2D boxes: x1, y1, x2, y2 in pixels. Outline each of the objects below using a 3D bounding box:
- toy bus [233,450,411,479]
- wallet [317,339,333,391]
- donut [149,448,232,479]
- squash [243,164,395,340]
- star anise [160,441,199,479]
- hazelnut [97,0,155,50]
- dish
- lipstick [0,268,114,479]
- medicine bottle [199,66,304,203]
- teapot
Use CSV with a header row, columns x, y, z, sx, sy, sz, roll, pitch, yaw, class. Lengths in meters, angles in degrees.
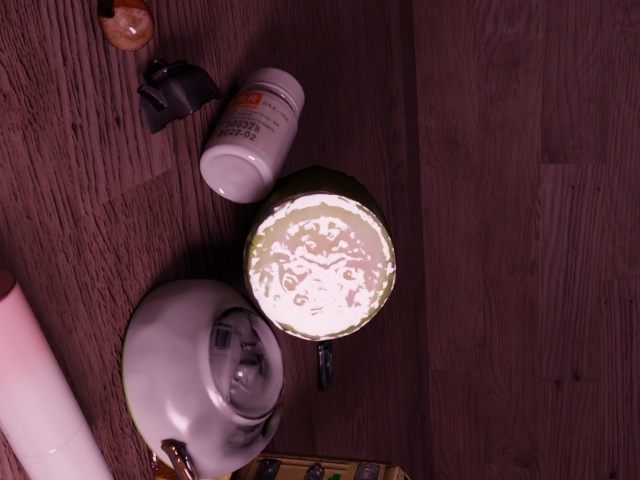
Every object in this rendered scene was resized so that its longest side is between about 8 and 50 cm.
x,y,z,sx,sy,sz,roll,pitch,yaw,class
0.010,0.534,1.435,0.177,0.365,0.201,-64,147,-52,toy bus
0.017,0.333,1.947,0.088,0.026,0.129,-25,115,-69,wallet
-0.209,0.356,1.211,0.141,0.085,0.217,-62,148,-52,donut
0.000,0.000,1.365,0.384,0.263,0.263,-89,176,-78,squash
-0.258,0.449,0.987,0.237,0.148,0.346,58,48,-62,star anise
-0.271,-0.309,1.008,0.086,0.086,0.086,1,90,-71,hazelnut
-0.147,0.203,1.145,0.324,0.124,0.324,32,48,-44,dish
-0.332,0.188,0.838,0.087,0.087,0.326,-63,148,-51,lipstick
-0.118,-0.200,1.344,0.144,0.145,0.252,73,30,-43,medicine bottle
-0.229,-0.238,1.129,0.096,0.087,0.177,61,27,-12,teapot
